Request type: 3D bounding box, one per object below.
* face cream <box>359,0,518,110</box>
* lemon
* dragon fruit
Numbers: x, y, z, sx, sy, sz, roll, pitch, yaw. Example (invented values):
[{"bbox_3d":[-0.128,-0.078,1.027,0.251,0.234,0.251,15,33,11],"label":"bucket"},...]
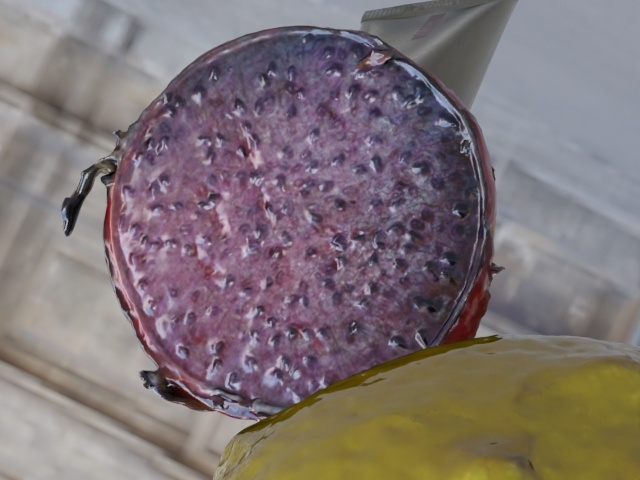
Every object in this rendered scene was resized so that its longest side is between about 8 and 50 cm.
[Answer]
[{"bbox_3d":[0.056,-0.093,1.331,0.137,0.341,0.084,-8,123,23],"label":"face cream"},{"bbox_3d":[0.071,0.147,0.671,0.288,0.234,0.233,-3,-174,-16],"label":"lemon"},{"bbox_3d":[0.004,0.001,1.006,0.218,0.223,0.148,59,-166,17],"label":"dragon fruit"}]
